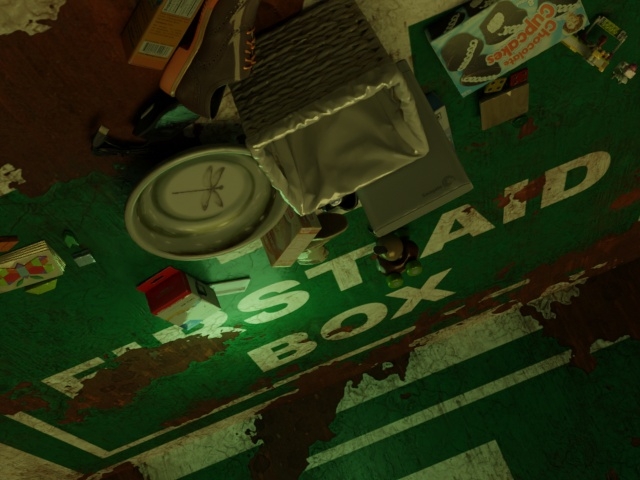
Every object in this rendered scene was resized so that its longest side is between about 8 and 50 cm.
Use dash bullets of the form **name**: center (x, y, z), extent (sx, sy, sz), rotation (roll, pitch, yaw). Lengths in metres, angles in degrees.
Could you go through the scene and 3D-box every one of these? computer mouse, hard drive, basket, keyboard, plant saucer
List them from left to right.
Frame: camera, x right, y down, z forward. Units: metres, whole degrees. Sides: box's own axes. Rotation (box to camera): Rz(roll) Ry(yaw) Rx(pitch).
- **computer mouse**: center (-0.369, -0.249, 1.710), extent (0.184, 0.060, 0.262), rotation (-2, 159, -42)
- **plant saucer**: center (-0.272, -0.110, 1.958), extent (0.400, 0.101, 0.401), rotation (-15, 145, -11)
- **keyboard**: center (-0.339, 0.152, 2.512), extent (0.255, 0.014, 0.072), rotation (-9, 145, -26)
- **basket**: center (0.012, -0.279, 1.708), extent (0.331, 0.267, 0.328), rotation (-25, 153, 7)
- **hard drive**: center (0.160, -0.211, 1.843), extent (0.233, 0.353, 0.047), rotation (-28, 154, 11)

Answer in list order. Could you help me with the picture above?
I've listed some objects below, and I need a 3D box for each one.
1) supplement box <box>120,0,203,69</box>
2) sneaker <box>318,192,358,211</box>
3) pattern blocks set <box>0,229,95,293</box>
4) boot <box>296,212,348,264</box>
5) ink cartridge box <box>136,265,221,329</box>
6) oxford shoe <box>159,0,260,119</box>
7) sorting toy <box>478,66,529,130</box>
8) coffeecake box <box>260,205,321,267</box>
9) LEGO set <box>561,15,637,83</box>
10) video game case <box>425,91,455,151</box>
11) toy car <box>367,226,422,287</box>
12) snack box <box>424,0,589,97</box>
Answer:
- **supplement box**: center (-0.271, -0.413, 1.459), extent (0.080, 0.078, 0.233), rotation (6, 142, -40)
- **sneaker**: center (0.013, -0.163, 2.051), extent (0.129, 0.147, 0.330), rotation (-33, 151, 19)
- **pattern blocks set**: center (-0.740, 0.069, 2.042), extent (0.324, 0.026, 0.285), rotation (-25, 153, 4)
- **boot**: center (0.000, 0.000, 2.416), extent (0.213, 0.077, 0.165), rotation (-22, 153, 12)
- **ink cartridge box**: center (-0.412, 0.170, 2.398), extent (0.134, 0.078, 0.231), rotation (-33, 148, 13)
- **oxford shoe**: center (-0.155, -0.374, 1.500), extent (0.364, 0.132, 0.130), rotation (-48, -178, 38)
- **sorting toy**: center (0.468, -0.365, 2.132), extent (0.132, 0.046, 0.274), rotation (-23, 154, 2)
- **coffeecake box**: center (-0.088, -0.037, 2.206), extent (0.068, 0.142, 0.185), rotation (-2, 146, -36)
- **LEGO set**: center (0.641, -0.495, 1.968), extent (0.287, 0.132, 0.107), rotation (28, 112, -22)
- **video game case**: center (0.211, -0.230, 2.126), extent (0.269, 0.061, 0.244), rotation (-34, 152, 0)
- **toy car**: center (0.206, 0.033, 2.562), extent (0.149, 0.155, 0.188), rotation (-35, 141, 23)
- **snack box**: center (0.413, -0.472, 1.823), extent (0.321, 0.060, 0.187), rotation (-30, 135, 15)
